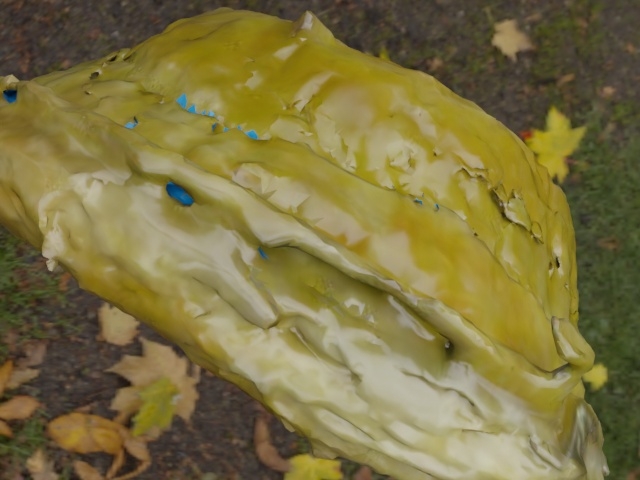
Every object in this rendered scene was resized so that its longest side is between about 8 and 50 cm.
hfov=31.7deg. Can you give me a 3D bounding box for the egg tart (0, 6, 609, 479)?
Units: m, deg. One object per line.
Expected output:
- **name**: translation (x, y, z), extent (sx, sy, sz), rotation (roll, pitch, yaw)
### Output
- **egg tart**: translation (0.000, 0.000, 0.590), extent (0.388, 0.388, 0.169), rotation (32, 86, -28)
